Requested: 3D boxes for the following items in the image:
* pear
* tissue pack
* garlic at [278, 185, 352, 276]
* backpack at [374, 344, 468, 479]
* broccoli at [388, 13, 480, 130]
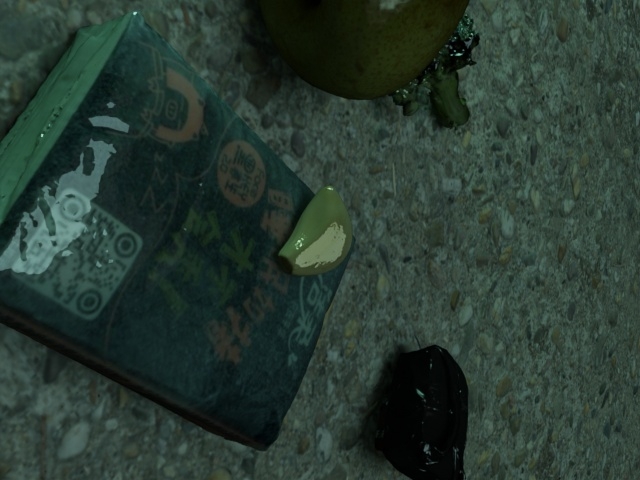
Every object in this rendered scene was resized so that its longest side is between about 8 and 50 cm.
[{"bbox_3d":[0.047,-0.255,0.650,0.211,0.188,0.228,-32,122,-34],"label":"pear"},{"bbox_3d":[-0.112,0.011,0.567,0.316,0.103,0.227,44,63,-42],"label":"tissue pack"},{"bbox_3d":[-0.001,0.000,0.588,0.053,0.041,0.083,52,59,-31],"label":"garlic"},{"bbox_3d":[0.128,0.217,0.873,0.120,0.106,0.165,54,34,-41],"label":"backpack"},{"bbox_3d":[0.145,-0.198,0.858,0.204,0.118,0.122,49,27,-59],"label":"broccoli"}]
